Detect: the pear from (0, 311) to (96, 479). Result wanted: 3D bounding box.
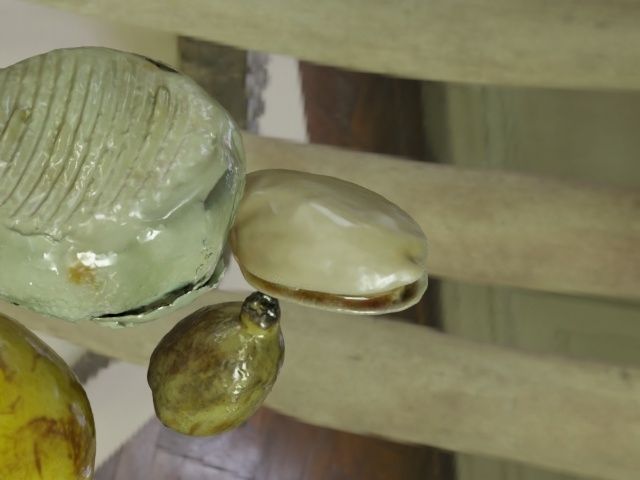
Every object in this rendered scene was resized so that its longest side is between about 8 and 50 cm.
[{"bbox_3d":[-0.332,0.177,1.119,0.281,0.281,0.281,-22,116,-57],"label":"pear"}]

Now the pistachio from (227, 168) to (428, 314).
[{"bbox_3d":[0.000,0.000,1.326,0.152,0.223,0.126,-54,159,-34],"label":"pistachio"}]

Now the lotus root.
[{"bbox_3d":[-0.104,0.129,1.426,0.138,0.214,0.138,22,48,-26],"label":"lotus root"}]

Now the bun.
[{"bbox_3d":[-0.167,-0.033,0.989,0.141,0.239,0.239,97,20,-51],"label":"bun"}]
